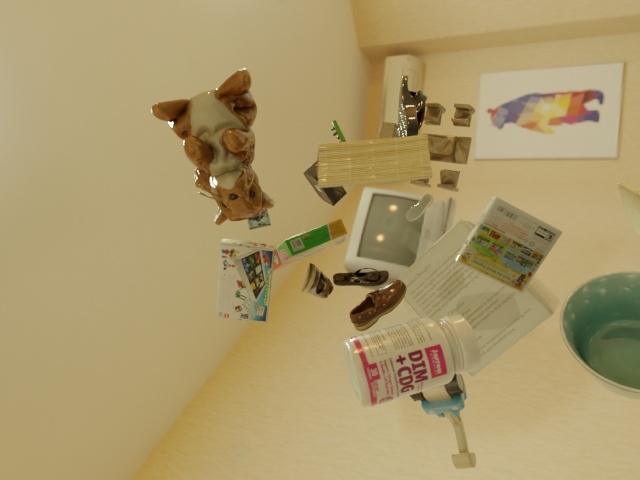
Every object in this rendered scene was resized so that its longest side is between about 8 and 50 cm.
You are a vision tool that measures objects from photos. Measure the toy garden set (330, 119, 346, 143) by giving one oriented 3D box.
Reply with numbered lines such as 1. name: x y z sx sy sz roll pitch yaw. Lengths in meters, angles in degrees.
1. toy garden set: 0.114 -0.446 2.268 0.203 0.049 0.244 65 -172 12

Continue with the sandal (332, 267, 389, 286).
1. sandal: 0.182 0.159 2.066 0.097 0.255 0.054 -105 12 -61

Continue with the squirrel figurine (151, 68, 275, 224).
1. squirrel figurine: -0.272 -0.238 1.399 0.397 0.281 0.370 173 74 -83

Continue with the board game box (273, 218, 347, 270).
1. board game box: -0.063 0.024 1.836 0.242 0.316 0.064 -22 -96 -23

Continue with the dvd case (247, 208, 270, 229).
1. dvd case: -0.247 -0.108 1.815 0.013 0.087 0.119 -173 71 -74

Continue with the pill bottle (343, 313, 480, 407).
1. pill bottle: 0.208 0.270 1.084 0.160 0.283 0.160 165 90 -83

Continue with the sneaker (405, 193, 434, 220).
1. sneaker: 0.401 -0.130 1.863 0.134 0.051 0.070 -49 -16 21

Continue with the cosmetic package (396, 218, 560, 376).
1. cosmetic package: 0.534 0.178 1.595 0.329 0.393 0.328 -47 -22 22

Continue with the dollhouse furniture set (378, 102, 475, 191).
1. dollhouse furniture set: 0.496 -0.428 2.163 0.257 0.395 0.361 -1 -78 -60

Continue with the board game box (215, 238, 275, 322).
1. board game box: -0.274 0.150 1.700 0.053 0.193 0.305 -95 13 -68

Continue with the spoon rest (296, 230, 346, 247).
1. spoon rest: 0.000 0.000 2.317 0.084 0.277 0.137 -113 13 -56

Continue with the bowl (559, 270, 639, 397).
1. bowl: 0.730 0.240 1.089 0.163 0.312 0.311 61 -139 -44

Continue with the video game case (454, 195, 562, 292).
1. video game case: 0.520 0.015 1.298 0.206 0.227 0.026 -62 12 13

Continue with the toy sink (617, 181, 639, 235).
1. toy sink: 1.140 -0.114 1.582 0.234 0.131 0.152 54 -168 -22

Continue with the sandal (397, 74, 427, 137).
1. sandal: 0.356 -0.477 1.786 0.167 0.107 0.445 91 -177 -47

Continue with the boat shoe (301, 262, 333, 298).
1. boat shoe: -0.004 0.176 1.908 0.342 0.123 0.123 99 -173 -76

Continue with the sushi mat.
1. sushi mat: 0.145 -0.222 1.305 0.019 0.317 0.151 75 -169 -65

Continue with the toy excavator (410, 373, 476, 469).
1. toy excavator: 0.580 0.736 2.102 0.445 0.223 0.432 52 -150 -33

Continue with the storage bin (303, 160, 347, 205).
1. storage bin: 0.021 -0.251 2.064 0.084 0.122 0.180 -45 -52 -8

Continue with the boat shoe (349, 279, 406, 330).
1. boat shoe: 0.151 0.161 1.228 0.178 0.064 0.060 -39 -59 -9
